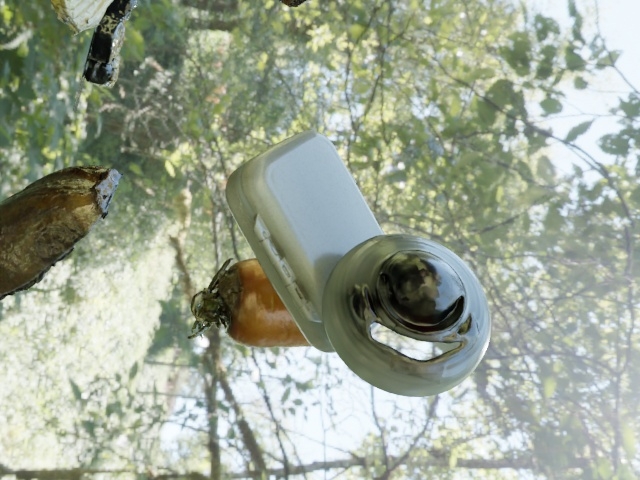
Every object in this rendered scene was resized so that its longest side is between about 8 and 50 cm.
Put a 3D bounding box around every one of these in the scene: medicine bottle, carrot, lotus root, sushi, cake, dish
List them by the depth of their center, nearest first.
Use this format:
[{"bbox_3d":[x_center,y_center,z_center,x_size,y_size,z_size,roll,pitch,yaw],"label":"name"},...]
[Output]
[{"bbox_3d":[-0.378,-0.015,0.769,0.329,0.078,0.167,-24,-135,27],"label":"lotus root"},{"bbox_3d":[-0.263,-0.338,0.783,0.079,0.116,0.184,73,7,-51],"label":"cake"},{"bbox_3d":[0.146,0.087,0.954,0.133,0.274,0.273,108,-21,-58],"label":"dish"},{"bbox_3d":[0.000,0.000,1.126,0.123,0.282,0.375,-23,-80,44],"label":"medicine bottle"},{"bbox_3d":[-0.404,-0.414,1.227,0.343,0.064,0.359,28,-77,67],"label":"sushi"},{"bbox_3d":[-0.121,0.132,1.358,0.214,0.331,0.193,-150,-114,-62],"label":"carrot"}]

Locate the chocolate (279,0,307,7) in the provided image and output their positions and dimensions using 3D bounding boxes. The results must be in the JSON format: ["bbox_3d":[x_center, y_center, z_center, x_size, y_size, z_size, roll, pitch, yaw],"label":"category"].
[{"bbox_3d":[0.044,-0.531,1.247,0.065,0.329,0.102,50,-41,4],"label":"chocolate"}]
